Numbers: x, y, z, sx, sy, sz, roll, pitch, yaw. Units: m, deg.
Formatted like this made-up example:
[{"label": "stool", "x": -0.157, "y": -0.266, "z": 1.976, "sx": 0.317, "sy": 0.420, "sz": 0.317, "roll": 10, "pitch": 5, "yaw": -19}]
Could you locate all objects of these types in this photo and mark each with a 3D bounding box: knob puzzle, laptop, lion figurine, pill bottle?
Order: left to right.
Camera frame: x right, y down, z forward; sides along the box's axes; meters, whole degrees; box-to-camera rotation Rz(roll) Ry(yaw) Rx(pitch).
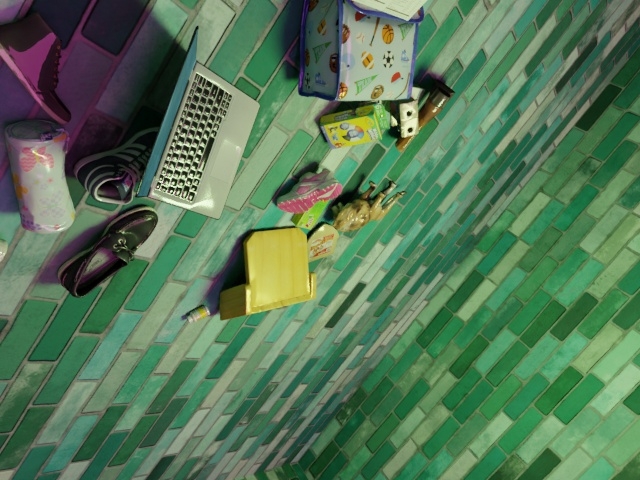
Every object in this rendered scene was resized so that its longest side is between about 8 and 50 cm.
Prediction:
[{"label": "pill bottle", "x": -0.481, "y": 0.292, "z": 1.731, "sx": 0.083, "sy": 0.043, "sz": 0.044, "roll": -27, "pitch": 140, "yaw": -23}, {"label": "laptop", "x": -0.287, "y": -0.255, "z": 1.136, "sx": 0.407, "sy": 0.236, "sz": 0.383, "roll": 20, "pitch": 90, "yaw": -52}, {"label": "knob puzzle", "x": 0.000, "y": 0.000, "z": 1.940, "sx": 0.213, "sy": 0.030, "sz": 0.213, "roll": -26, "pitch": 140, "yaw": -24}, {"label": "lion figurine", "x": 0.224, "y": -0.139, "z": 1.941, "sx": 0.391, "sy": 0.142, "sz": 0.240, "roll": -1, "pitch": 133, "yaw": -50}]

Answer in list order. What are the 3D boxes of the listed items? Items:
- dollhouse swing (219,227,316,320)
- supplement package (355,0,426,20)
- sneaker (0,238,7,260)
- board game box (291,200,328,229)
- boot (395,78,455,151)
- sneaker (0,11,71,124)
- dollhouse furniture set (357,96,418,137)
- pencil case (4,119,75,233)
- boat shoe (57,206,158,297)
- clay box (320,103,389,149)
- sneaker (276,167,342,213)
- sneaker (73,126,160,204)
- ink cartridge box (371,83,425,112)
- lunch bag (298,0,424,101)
[{"label": "dollhouse swing", "x": -0.231, "y": 0.135, "z": 1.818, "sx": 0.346, "sy": 0.306, "sz": 0.315, "roll": -8, "pitch": 172, "yaw": -41}, {"label": "supplement package", "x": 0.171, "y": -0.743, "z": 1.123, "sx": 0.203, "sy": 0.262, "sz": 0.145, "roll": 0, "pitch": 163, "yaw": -33}, {"label": "sneaker", "x": -0.895, "y": 0.065, "z": 1.076, "sx": 0.232, "sy": 0.090, "sz": 0.115, "roll": -51, "pitch": 138, "yaw": -8}, {"label": "board game box", "x": -0.032, "y": -0.135, "z": 1.764, "sx": 0.092, "sy": 0.043, "sz": 0.181, "roll": 12, "pitch": 116, "yaw": -50}, {"label": "boot", "x": 0.423, "y": -0.501, "z": 1.798, "sx": 0.280, "sy": 0.096, "sz": 0.264, "roll": -53, "pitch": -171, "yaw": 35}, {"label": "sneaker", "x": -0.585, "y": -0.364, "z": 0.954, "sx": 0.118, "sy": 0.083, "sz": 0.222, "roll": -36, "pitch": 142, "yaw": -14}, {"label": "dollhouse furniture set", "x": 0.243, "y": -0.444, "z": 1.593, "sx": 0.183, "sy": 0.129, "sz": 0.129, "roll": -14, "pitch": 126, "yaw": -3}, {"label": "pencil case", "x": -0.666, "y": -0.150, "z": 1.059, "sx": 0.124, "sy": 0.113, "sz": 0.273, "roll": -34, "pitch": 147, "yaw": -50}, {"label": "boat shoe", "x": -0.609, "y": 0.040, "z": 1.298, "sx": 0.340, "sy": 0.113, "sz": 0.127, "roll": -37, "pitch": 143, "yaw": -12}, {"label": "clay box", "x": 0.124, "y": -0.398, "z": 1.548, "sx": 0.221, "sy": 0.053, "sz": 0.127, "roll": -7, "pitch": 149, "yaw": 19}, {"label": "sneaker", "x": -0.049, "y": -0.188, "z": 1.653, "sx": 0.252, "sy": 0.111, "sz": 0.103, "roll": -21, "pitch": 151, "yaw": 3}, {"label": "sneaker", "x": -0.485, "y": -0.194, "z": 1.159, "sx": 0.282, "sy": 0.153, "sz": 0.099, "roll": -31, "pitch": 142, "yaw": -20}, {"label": "ink cartridge box", "x": 0.293, "y": -0.544, "z": 1.674, "sx": 0.209, "sy": 0.062, "sz": 0.109, "roll": -7, "pitch": 131, "yaw": -40}, {"label": "lunch bag", "x": 0.123, "y": -0.618, "z": 1.300, "sx": 0.327, "sy": 0.238, "sz": 0.386, "roll": -13, "pitch": 117, "yaw": -36}]
